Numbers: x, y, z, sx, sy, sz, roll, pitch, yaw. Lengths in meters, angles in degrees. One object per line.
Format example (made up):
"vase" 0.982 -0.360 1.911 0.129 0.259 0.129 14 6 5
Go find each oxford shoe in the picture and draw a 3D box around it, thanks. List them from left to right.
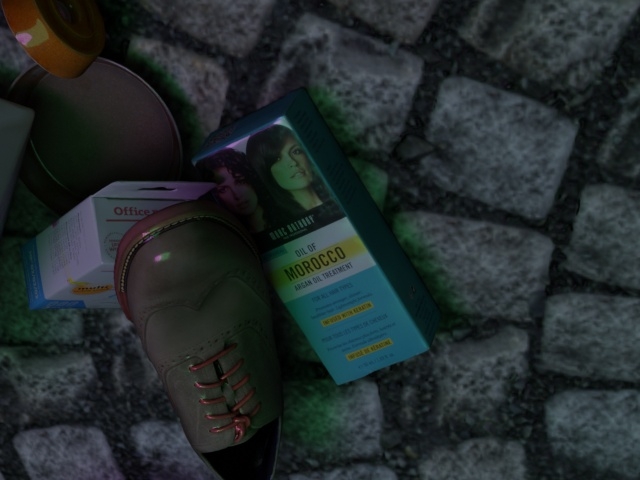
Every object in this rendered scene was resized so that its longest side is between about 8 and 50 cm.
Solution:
"oxford shoe" -0.079 0.096 1.225 0.123 0.130 0.348 -24 146 -6

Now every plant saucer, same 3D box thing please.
"plant saucer" -0.196 -0.089 1.290 0.168 0.029 0.168 6 119 11

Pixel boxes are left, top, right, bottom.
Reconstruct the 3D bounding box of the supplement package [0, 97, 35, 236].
"supplement package" -0.384 0.012 1.256 0.198 0.199 0.263 18 132 -9

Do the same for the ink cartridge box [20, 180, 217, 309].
"ink cartridge box" -0.168 0.007 1.250 0.181 0.104 0.062 -29 67 51

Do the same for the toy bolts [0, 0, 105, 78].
"toy bolts" -0.307 -0.173 1.163 0.158 0.228 0.218 -27 114 26

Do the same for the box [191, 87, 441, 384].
"box" 0.000 0.000 1.265 0.100 0.060 0.244 -24 110 26
